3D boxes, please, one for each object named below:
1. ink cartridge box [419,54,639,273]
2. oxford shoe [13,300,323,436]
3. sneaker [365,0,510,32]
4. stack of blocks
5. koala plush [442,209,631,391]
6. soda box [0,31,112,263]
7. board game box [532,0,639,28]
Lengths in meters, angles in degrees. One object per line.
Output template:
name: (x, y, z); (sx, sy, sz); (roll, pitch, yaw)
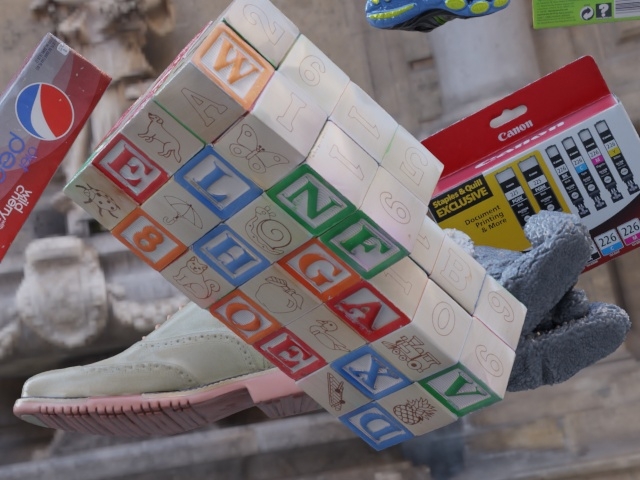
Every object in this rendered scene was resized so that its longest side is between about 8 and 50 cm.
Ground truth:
ink cartridge box: (0.323, -0.082, 1.501); (0.309, 0.272, 0.130); (-28, 8, 17)
oxford shoe: (-0.154, 0.140, 1.180); (0.397, 0.146, 0.140); (-7, -20, -3)
sneaker: (0.154, -0.313, 1.333); (0.188, 0.067, 0.078); (-7, 0, 16)
stack of blocks: (0.000, 0.000, 0.677); (0.297, 0.087, 0.171); (42, -44, -15)
koala plush: (0.214, 0.068, 1.237); (0.203, 0.196, 0.221); (-34, 25, -10)
soda box: (-0.335, -0.094, 1.110); (0.092, 0.263, 0.083); (36, -29, -22)
board game box: (0.271, -0.350, 1.025); (0.124, 0.259, 0.039); (-3, 24, 12)
